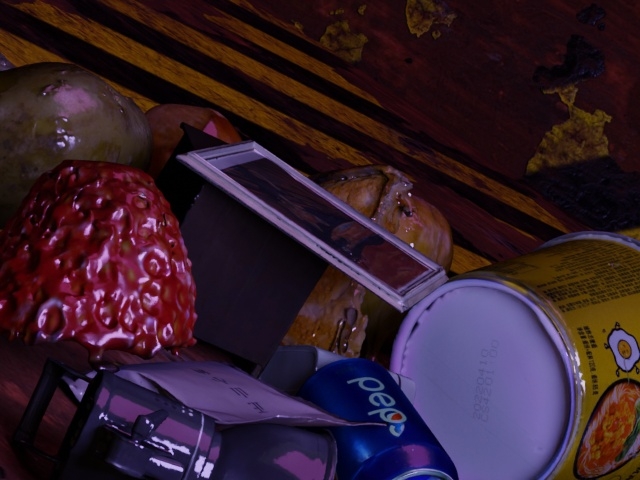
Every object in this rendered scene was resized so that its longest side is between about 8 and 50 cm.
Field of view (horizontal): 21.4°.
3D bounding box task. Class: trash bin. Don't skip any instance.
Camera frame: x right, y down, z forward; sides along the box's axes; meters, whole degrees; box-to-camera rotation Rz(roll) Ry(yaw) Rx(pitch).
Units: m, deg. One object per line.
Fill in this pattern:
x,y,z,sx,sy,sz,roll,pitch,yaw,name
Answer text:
0.016,0.154,1.784,0.130,0.059,0.116,21,-16,-31,trash bin

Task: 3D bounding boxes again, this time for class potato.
-0.288,-0.101,1.826,0.173,0.210,0.307,60,11,6,potato

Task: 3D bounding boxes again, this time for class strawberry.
-0.214,0.017,1.501,0.234,0.178,0.234,6,1,0,strawberry

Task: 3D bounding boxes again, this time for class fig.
0.075,0.063,2.036,0.159,0.257,0.159,10,-28,6,fig

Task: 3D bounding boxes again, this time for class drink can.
0.053,0.206,1.635,0.118,0.118,0.205,23,15,-30,drink can

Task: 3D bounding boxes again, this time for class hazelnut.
-0.163,-0.080,2.073,0.182,0.182,0.182,29,14,-8,hazelnut

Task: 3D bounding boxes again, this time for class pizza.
0.017,0.025,1.951,0.287,0.251,0.074,53,7,37,pizza

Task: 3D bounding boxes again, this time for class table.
-0.110,0.015,1.794,0.169,0.193,0.172,25,15,-22,table

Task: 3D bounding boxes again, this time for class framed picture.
0.000,-0.023,1.719,0.273,0.016,0.216,34,14,9,framed picture

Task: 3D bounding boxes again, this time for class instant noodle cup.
0.246,0.152,1.878,0.325,0.325,0.254,40,25,31,instant noodle cup

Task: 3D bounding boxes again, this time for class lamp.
-0.118,0.177,1.331,0.227,0.147,0.172,24,-3,-14,lamp

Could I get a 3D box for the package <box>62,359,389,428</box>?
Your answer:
-0.092,0.153,1.548,0.251,0.062,0.204,10,2,32,package

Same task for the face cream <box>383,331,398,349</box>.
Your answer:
0.068,0.085,2.160,0.273,0.078,0.078,27,15,-17,face cream

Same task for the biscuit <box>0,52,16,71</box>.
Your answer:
-0.523,-0.269,2.197,0.252,0.052,0.150,13,23,-51,biscuit
